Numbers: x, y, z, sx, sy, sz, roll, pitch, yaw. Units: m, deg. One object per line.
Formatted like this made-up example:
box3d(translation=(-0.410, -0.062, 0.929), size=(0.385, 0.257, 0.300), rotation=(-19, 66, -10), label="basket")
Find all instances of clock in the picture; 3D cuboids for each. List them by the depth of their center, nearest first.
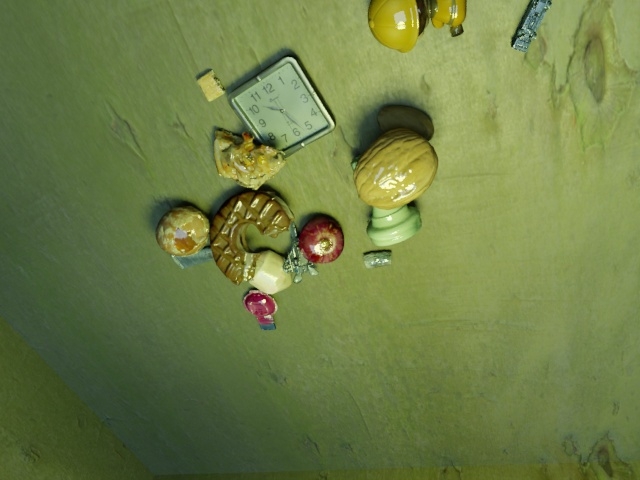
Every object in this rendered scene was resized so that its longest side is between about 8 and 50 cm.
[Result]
box3d(translation=(-0.122, -0.418, 1.474), size=(0.273, 0.049, 0.279), rotation=(-23, 118, 25), label="clock")

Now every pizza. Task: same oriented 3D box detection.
box3d(translation=(-0.243, -0.267, 1.531), size=(0.296, 0.071, 0.189), rotation=(19, 117, 21), label="pizza")

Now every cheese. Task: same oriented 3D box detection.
box3d(translation=(-0.257, 0.309, 2.015), size=(0.155, 0.062, 0.244), rotation=(-4, 126, 14), label="cheese")

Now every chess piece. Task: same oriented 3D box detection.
box3d(translation=(0.210, -0.151, 1.533), size=(0.194, 0.194, 0.299), rotation=(-16, 112, 21), label="chess piece")

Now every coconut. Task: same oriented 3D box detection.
box3d(translation=(-0.199, 0.135, 1.821), size=(0.183, 0.171, 0.171), rotation=(35, 124, -13), label="coconut")

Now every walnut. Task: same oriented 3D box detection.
box3d(translation=(0.216, -0.204, 1.338), size=(0.261, 0.225, 0.225), rotation=(-35, 114, 13), label="walnut")

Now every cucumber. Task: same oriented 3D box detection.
box3d(translation=(0.225, 0.073, 1.757), size=(0.111, 0.064, 0.064), rotation=(-11, 122, 15), label="cucumber")

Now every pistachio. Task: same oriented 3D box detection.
box3d(translation=(0.263, -0.354, 1.414), size=(0.185, 0.108, 0.126), rotation=(20, 94, 1), label="pistachio")

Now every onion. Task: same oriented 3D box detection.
box3d(translation=(0.003, 0.001, 1.687), size=(0.177, 0.153, 0.177), rotation=(-16, 125, -24), label="onion")

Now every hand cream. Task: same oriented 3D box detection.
box3d(translation=(-0.505, 0.066, 1.895), size=(0.256, 0.055, 0.088), rotation=(-14, 129, 23), label="hand cream")

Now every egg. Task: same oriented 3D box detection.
box3d(translation=(-0.530, -0.033, 1.744), size=(0.233, 0.195, 0.195), rotation=(-24, 118, 23), label="egg")

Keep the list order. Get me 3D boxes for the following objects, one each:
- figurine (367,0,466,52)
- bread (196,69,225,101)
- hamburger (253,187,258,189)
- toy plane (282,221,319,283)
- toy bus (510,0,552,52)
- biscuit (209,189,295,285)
box3d(translation=(0.253, -0.606, 1.198), size=(0.256, 0.167, 0.192), rotation=(-8, 110, 13), label="figurine")
box3d(translation=(-0.356, -0.499, 1.471), size=(0.070, 0.035, 0.083), rotation=(-25, 111, 25), label="bread")
box3d(translation=(-0.220, -0.220, 1.620), size=(0.044, 0.076, 0.083), rotation=(39, 110, -15), label="hamburger")
box3d(translation=(-0.080, 0.036, 1.764), size=(0.169, 0.078, 0.246), rotation=(-19, 113, -25), label="toy plane")
box3d(translation=(0.564, -0.593, 1.208), size=(0.047, 0.065, 0.166), rotation=(17, 125, -2), label="toy bus")
box3d(translation=(-0.273, -0.037, 1.673), size=(0.268, 0.115, 0.366), rotation=(43, 109, 13), label="biscuit")
